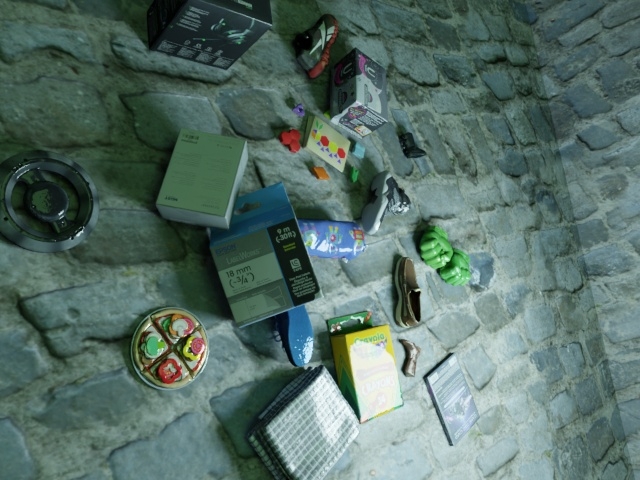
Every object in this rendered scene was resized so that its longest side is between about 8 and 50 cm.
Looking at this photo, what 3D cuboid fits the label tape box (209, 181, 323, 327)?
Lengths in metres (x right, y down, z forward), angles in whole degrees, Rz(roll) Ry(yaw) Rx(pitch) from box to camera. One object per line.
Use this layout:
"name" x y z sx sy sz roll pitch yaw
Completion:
"label tape box" -0.159 0.032 1.318 0.240 0.106 0.334 -20 90 -1

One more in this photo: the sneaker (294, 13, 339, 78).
"sneaker" -0.017 -0.703 1.722 0.135 0.097 0.276 31 62 -32

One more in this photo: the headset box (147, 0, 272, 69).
"headset box" -0.300 -0.611 1.343 0.246 0.283 0.132 1 78 -39

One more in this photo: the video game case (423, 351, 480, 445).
"video game case" 0.492 0.586 1.841 0.196 0.026 0.275 -24 95 -41

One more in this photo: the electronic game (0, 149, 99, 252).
"electronic game" -0.609 -0.087 1.099 0.229 0.048 0.230 8 78 -44

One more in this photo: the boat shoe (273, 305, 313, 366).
"boat shoe" -0.084 0.231 1.424 0.108 0.089 0.259 5 72 -40

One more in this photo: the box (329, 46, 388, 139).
"box" 0.134 -0.518 1.746 0.163 0.142 0.248 22 56 -35

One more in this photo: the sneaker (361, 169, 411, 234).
"sneaker" 0.244 -0.114 1.774 0.153 0.101 0.269 33 56 -25

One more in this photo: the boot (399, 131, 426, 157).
"boot" 0.373 -0.384 1.995 0.121 0.045 0.099 -11 82 -40

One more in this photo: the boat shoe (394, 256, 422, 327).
"boat shoe" 0.327 0.180 1.768 0.095 0.095 0.258 13 70 -37

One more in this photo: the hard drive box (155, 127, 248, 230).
"hard drive box" -0.303 -0.160 1.291 0.180 0.089 0.232 11 67 0

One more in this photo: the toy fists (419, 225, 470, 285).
"toy fists" 0.492 0.070 1.935 0.279 0.096 0.142 41 57 -25

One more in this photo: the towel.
"towel" -0.035 0.519 1.361 0.283 0.121 0.235 -38 102 -39

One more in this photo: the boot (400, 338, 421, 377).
"boot" 0.306 0.414 1.730 0.106 0.037 0.114 35 63 -25

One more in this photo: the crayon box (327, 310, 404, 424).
"crayon box" 0.144 0.392 1.569 0.202 0.081 0.319 -6 81 -40

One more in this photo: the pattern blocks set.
"pattern blocks set" 0.018 -0.333 1.697 0.324 0.026 0.286 38 56 -25

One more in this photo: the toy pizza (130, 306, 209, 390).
"toy pizza" -0.363 0.264 1.218 0.201 0.032 0.202 12 71 -37

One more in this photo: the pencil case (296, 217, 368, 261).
"pencil case" 0.000 0.000 1.533 0.305 0.119 0.133 3 85 -39
